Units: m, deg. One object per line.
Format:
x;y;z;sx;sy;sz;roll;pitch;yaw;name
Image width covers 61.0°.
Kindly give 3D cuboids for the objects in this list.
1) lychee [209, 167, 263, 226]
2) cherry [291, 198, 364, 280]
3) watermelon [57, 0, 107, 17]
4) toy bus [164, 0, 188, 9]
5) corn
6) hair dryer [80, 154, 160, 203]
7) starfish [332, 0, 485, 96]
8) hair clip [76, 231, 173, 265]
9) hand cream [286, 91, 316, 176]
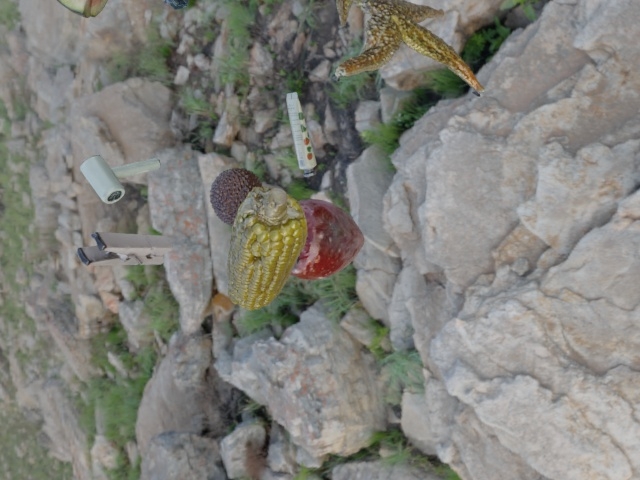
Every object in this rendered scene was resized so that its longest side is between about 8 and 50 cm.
-0.180;-0.091;1.188;0.123;0.123;0.129;-35;72;43;lychee
0.000;0.000;1.303;0.175;0.249;0.192;-41;56;56;cherry
-0.508;-0.553;1.144;0.193;0.137;0.145;64;172;-8;watermelon
-0.435;-0.720;1.534;0.065;0.166;0.047;-2;77;20;toy bus
-0.097;0.023;0.898;0.119;0.119;0.322;67;153;24;corn
-0.565;-0.194;1.601;0.131;0.236;0.073;50;130;12;hair dryer
0.153;-0.431;1.151;0.132;0.383;0.398;-63;35;33;starfish
-0.613;0.032;1.748;0.085;0.330;0.101;46;106;21;hair clip
-0.065;-0.349;1.798;0.095;0.059;0.276;25;131;62;hand cream
